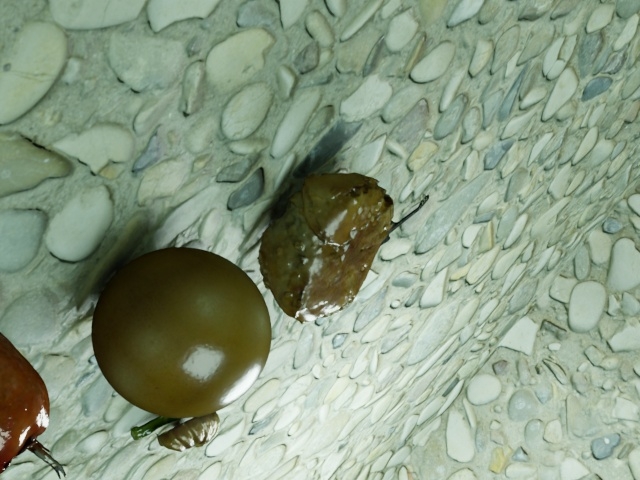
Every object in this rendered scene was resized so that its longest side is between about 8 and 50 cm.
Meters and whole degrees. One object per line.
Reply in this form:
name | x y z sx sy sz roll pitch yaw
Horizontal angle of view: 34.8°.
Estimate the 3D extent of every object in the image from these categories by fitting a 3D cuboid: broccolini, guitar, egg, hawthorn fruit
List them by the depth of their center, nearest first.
hawthorn fruit | -0.479 0.244 1.454 0.211 0.299 0.211 -54 -175 8
egg | -0.223 0.154 1.699 0.283 0.282 0.351 -51 154 5
broccolini | -0.293 0.346 2.109 0.216 0.067 0.058 -20 139 -29
guitar | 0.161 -0.036 2.300 0.233 0.025 0.088 -38 151 -22

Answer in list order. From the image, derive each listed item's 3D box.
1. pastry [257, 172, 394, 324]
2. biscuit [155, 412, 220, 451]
pastry | 0.000 0.000 1.961 0.255 0.162 0.311 22 99 -53
biscuit | -0.264 0.401 2.128 0.118 0.061 0.183 -28 169 13
